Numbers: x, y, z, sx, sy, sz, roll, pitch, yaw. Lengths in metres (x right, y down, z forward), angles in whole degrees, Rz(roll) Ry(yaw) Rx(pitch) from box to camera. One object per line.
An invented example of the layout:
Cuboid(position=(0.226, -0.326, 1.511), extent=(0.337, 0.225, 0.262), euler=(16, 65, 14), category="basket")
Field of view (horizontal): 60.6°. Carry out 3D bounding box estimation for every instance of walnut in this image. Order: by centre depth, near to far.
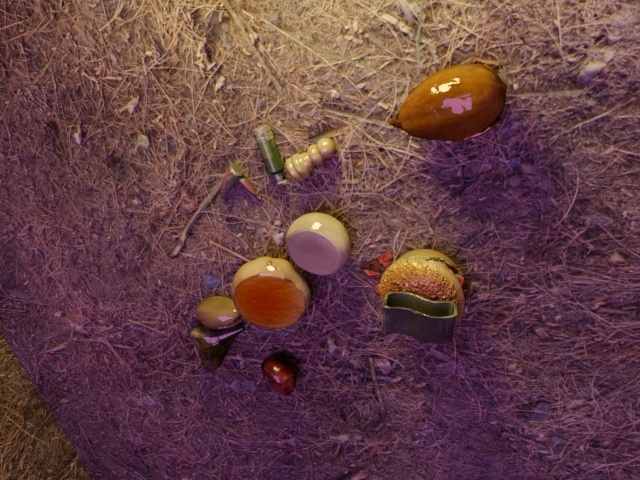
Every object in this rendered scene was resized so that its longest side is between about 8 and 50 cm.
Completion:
Cuboid(position=(0.346, -0.373, 1.521), extent=(0.335, 0.209, 0.209), euler=(-10, 111, 25), category="walnut")

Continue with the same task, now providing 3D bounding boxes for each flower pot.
Cuboid(position=(0.307, 0.239, 1.704), extent=(0.229, 0.103, 0.108), euler=(11, 123, 19), category="flower pot")

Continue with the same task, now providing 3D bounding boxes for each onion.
Cuboid(position=(-0.156, 0.543, 2.239), extent=(0.184, 0.147, 0.184), euler=(49, 163, 20), category="onion")

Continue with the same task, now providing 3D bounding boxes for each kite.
Cuboid(position=(0.189, 0.111, 1.944), extent=(0.125, 0.008, 0.223), euler=(13, 120, 16), category="kite")

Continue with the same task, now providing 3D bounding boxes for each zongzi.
Cuboid(position=(-0.403, 0.447, 2.301), extent=(0.241, 0.112, 0.221), euler=(-3, 117, 14), category="zongzi")

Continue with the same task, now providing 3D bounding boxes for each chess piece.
Cuboid(position=(-0.023, -0.274, 1.791), extent=(0.170, 0.094, 0.094), euler=(-34, 100, 24), category="chess piece")

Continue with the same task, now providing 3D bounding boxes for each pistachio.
Cuboid(position=(-0.406, 0.292, 2.210), extent=(0.225, 0.136, 0.136), euler=(0, 116, 24), category="pistachio")

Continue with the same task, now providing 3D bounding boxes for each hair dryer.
Cuboid(position=(-0.275, -0.192, 1.955), extent=(0.154, 0.054, 0.106), euler=(36, 128, -4), category="hair dryer")

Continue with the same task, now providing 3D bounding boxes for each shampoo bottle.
Cuboid(position=(-0.166, -0.286, 1.850), extent=(0.065, 0.065, 0.205), euler=(-9, 112, 25), category="shampoo bottle")

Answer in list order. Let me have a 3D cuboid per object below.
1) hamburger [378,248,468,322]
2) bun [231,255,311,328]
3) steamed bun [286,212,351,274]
Cuboid(position=(0.339, 0.170, 1.816), extent=(0.301, 0.170, 0.302), euler=(9, 119, 17), category="hamburger")
Cuboid(position=(-0.179, 0.174, 2.034), extent=(0.298, 0.165, 0.299), euler=(2, 125, 3), category="bun")
Cuboid(position=(0.000, 0.000, 1.882), extent=(0.231, 0.145, 0.232), euler=(14, 134, 15), category="steamed bun")
